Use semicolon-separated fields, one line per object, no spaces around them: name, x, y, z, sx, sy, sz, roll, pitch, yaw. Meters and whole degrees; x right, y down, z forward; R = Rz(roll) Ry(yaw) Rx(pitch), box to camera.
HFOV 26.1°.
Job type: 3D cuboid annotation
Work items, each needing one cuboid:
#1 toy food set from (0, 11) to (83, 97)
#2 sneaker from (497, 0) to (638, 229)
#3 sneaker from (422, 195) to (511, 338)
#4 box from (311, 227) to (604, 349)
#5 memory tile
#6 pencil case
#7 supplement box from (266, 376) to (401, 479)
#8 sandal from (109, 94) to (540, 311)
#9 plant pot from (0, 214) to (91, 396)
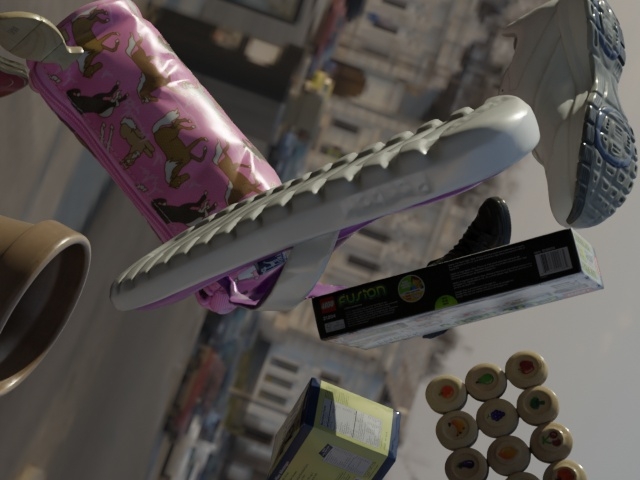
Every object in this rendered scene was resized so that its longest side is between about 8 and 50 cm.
toy food set;-0.195;-0.114;0.752;0.078;0.019;0.122;-32;149;13
sneaker;0.255;-0.133;1.455;0.129;0.111;0.297;-19;-131;32
sneaker;0.163;0.031;1.604;0.051;0.089;0.170;43;-50;50
box;0.109;0.041;1.076;0.114;0.207;0.036;23;53;-69
memory tile;0.157;0.168;1.182;0.012;0.113;0.148;70;4;-55
pencil case;-0.177;-0.103;1.608;0.160;0.386;0.167;-39;175;11
supplement box;0.011;0.172;1.149;0.056;0.083;0.083;-78;-165;-52
sandal;-0.008;0.006;1.091;0.416;0.102;0.169;-22;-171;36
plant pot;-0.488;0.058;1.938;0.263;0.229;0.263;-59;170;-17
